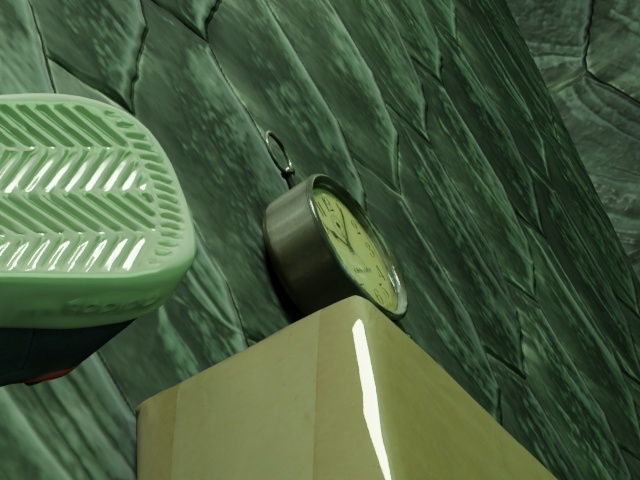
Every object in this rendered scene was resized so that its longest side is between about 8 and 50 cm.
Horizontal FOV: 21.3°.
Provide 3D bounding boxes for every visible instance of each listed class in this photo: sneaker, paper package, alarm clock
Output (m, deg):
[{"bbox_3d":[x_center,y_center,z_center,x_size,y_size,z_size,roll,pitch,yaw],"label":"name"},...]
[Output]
[{"bbox_3d":[-0.224,0.011,0.647,0.350,0.148,0.131,10,52,-35],"label":"sneaker"},{"bbox_3d":[0.053,0.240,0.897,0.309,0.168,0.325,44,24,-34],"label":"paper package"},{"bbox_3d":[0.000,0.000,1.310,0.192,0.064,0.129,65,19,11],"label":"alarm clock"}]
